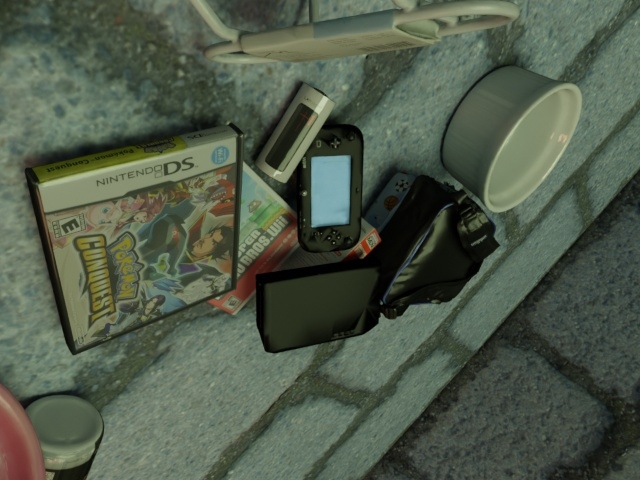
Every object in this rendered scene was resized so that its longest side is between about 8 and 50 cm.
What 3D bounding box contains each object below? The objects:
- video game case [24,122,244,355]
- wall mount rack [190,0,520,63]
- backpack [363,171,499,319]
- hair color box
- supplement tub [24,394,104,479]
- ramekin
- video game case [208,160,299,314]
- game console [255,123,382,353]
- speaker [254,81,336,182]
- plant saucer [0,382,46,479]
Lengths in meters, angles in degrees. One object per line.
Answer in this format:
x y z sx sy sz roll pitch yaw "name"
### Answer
-0.216 0.001 0.713 0.248 0.035 0.275 -21 138 -33 "video game case"
-0.007 -0.250 0.519 0.304 0.349 0.131 -16 107 -55 "wall mount rack"
0.205 0.008 1.078 0.263 0.213 0.277 18 117 -45 "backpack"
0.013 0.021 0.980 0.167 0.093 0.053 -44 147 -5 "hair color box"
-0.400 0.332 0.817 0.117 0.117 0.190 1 123 -48 "supplement tub"
0.372 -0.207 1.109 0.277 0.135 0.277 -29 143 -25 "ramekin"
-0.142 -0.004 0.844 0.204 0.025 0.285 -47 146 0 "video game case"
0.000 0.000 0.881 0.213 0.044 0.362 -8 111 -23 "game console"
-0.036 -0.152 0.786 0.055 0.055 0.136 17 112 -53 "speaker"
-0.456 0.287 0.585 0.084 0.332 0.332 -20 153 21 "plant saucer"
